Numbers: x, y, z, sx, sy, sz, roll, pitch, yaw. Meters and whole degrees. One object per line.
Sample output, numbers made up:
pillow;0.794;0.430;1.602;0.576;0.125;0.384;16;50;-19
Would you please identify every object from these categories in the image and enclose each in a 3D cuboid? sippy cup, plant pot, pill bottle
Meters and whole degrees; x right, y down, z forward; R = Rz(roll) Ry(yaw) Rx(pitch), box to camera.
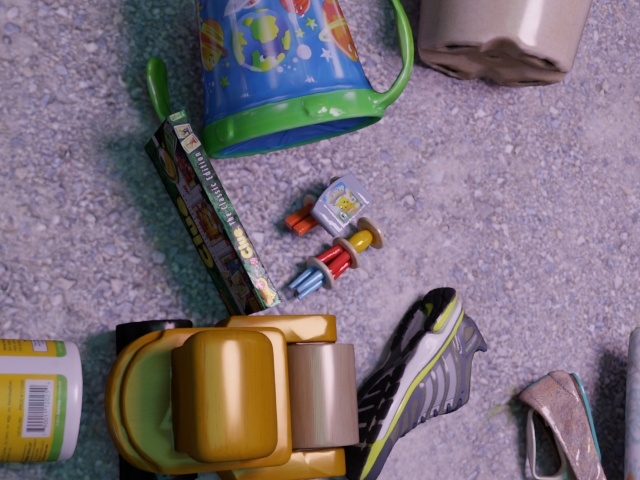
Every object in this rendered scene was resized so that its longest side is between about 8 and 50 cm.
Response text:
sippy cup;-0.056;-0.237;1.198;0.306;0.240;0.224;-13;90;-21
plant pot;0.275;-0.396;1.367;0.334;0.334;0.305;12;87;-21
pill bottle;-0.395;0.174;1.033;0.246;0.136;0.136;5;78;-23

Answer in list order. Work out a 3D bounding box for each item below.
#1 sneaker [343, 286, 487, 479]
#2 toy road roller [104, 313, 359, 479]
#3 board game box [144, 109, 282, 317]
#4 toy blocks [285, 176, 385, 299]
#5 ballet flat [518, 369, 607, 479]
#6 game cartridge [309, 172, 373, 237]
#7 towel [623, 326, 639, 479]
sneaker;0.135;0.210;1.277;0.121;0.111;0.300;42;69;-15
toy road roller;-0.084;0.186;1.108;0.330;0.241;0.202;1;80;-23
board game box;-0.139;-0.025;1.186;0.030;0.136;0.259;-27;90;-22
toy blocks;0.000;0.000;1.286;0.148;0.054;0.123;-37;96;-25
ballet flat;0.363;0.347;1.362;0.106;0.107;0.315;-17;81;-6
game cartridge;0.027;-0.051;1.269;0.056;0.017;0.083;46;67;-3
towel;0.581;0.339;1.400;0.375;0.090;0.320;28;54;-27
